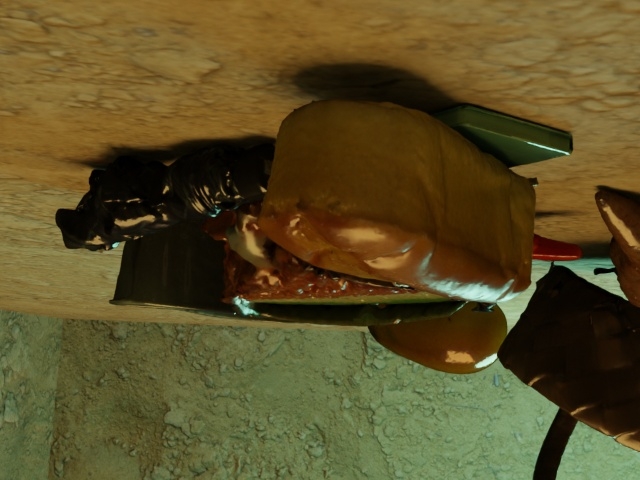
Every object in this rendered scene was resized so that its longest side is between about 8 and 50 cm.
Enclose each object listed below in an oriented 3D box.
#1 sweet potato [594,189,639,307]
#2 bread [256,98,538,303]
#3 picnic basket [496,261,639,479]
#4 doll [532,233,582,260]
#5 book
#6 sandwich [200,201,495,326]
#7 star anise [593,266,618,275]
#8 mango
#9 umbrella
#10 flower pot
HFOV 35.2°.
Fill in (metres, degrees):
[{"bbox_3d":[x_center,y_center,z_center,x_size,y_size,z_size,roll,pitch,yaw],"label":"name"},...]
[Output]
[{"bbox_3d":[0.292,0.007,0.907,0.059,0.067,0.281,-35,159,6],"label":"sweet potato"},{"bbox_3d":[0.055,-0.014,0.620,0.102,0.094,0.245,1,171,31],"label":"bread"},{"bbox_3d":[0.343,0.230,1.174,0.338,0.337,0.293,4,-171,-6],"label":"picnic basket"},{"bbox_3d":[0.152,0.006,0.955,0.109,0.057,0.169,11,169,-25],"label":"doll"},{"bbox_3d":[0.080,-0.060,0.662,0.103,0.017,0.135,9,168,-35],"label":"book"},{"bbox_3d":[0.003,0.004,0.873,0.212,0.109,0.292,16,163,-21],"label":"sandwich"},{"bbox_3d":[0.370,0.039,1.096,0.191,0.070,0.097,-4,142,49],"label":"star anise"},{"bbox_3d":[0.197,0.143,1.650,0.176,0.139,0.255,24,170,-34],"label":"mango"},{"bbox_3d":[-0.118,-0.038,0.766,0.224,0.080,0.071,-8,132,40],"label":"umbrella"},{"bbox_3d":[-0.100,0.025,1.033,0.229,0.108,0.103,12,168,-41],"label":"flower pot"}]
